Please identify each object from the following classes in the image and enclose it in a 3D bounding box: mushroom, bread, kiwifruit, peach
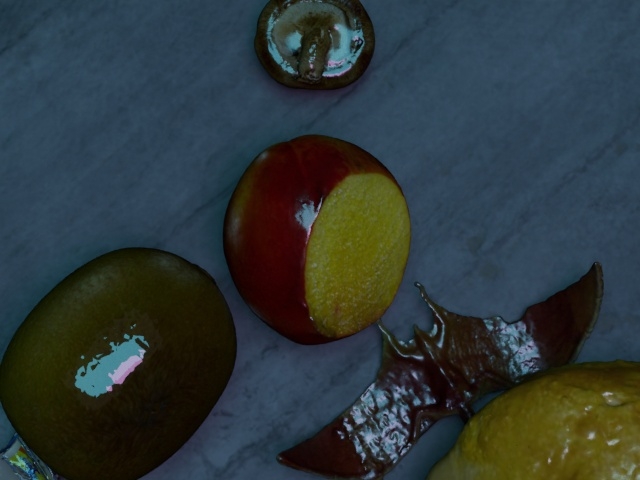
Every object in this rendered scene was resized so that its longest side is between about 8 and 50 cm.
[{"bbox_3d":[-0.005,-0.214,1.308,0.127,0.087,0.127,0,82,-3],"label":"mushroom"},{"bbox_3d":[0.271,0.303,1.105,0.361,0.250,0.394,0,76,-11],"label":"bread"},{"bbox_3d":[-0.185,0.115,1.183,0.196,0.196,0.234,44,76,7],"label":"kiwifruit"},{"bbox_3d":[0.000,0.000,1.212,0.190,0.190,0.192,-27,57,-7],"label":"peach"}]

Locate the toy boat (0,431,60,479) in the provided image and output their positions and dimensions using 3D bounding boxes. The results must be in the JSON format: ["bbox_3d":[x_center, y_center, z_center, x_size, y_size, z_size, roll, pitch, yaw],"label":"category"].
[{"bbox_3d":[-0.261,0.281,1.208,0.084,0.066,0.210,-40,83,-8],"label":"toy boat"}]

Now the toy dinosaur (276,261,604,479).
[{"bbox_3d":[0.116,0.139,1.223,0.327,0.113,0.207,-4,81,-2],"label":"toy dinosaur"}]
